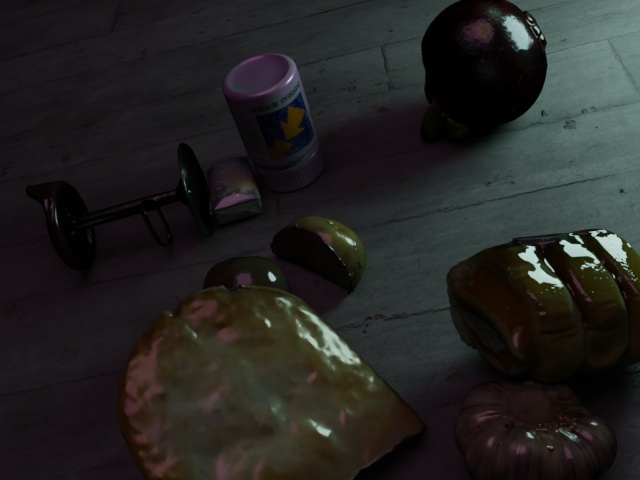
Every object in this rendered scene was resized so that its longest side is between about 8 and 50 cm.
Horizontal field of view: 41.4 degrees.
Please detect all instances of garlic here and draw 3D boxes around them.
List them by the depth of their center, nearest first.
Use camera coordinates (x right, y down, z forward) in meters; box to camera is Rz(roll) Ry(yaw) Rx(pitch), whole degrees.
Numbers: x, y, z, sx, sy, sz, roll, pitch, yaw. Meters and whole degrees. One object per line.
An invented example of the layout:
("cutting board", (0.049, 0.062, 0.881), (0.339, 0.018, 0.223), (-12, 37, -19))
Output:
("garlic", (0.330, 0.320, 1.320), (0.245, 0.160, 0.245), (-5, 24, 2))

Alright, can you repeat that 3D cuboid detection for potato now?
("potato", (0.000, 0.000, 1.781), (0.243, 0.138, 0.098), (25, 53, 34))

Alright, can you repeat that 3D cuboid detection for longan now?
("longan", (-0.150, 0.106, 1.707), (0.187, 0.167, 0.167), (22, 56, 37))

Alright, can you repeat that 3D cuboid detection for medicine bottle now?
("medicine bottle", (-0.105, -0.272, 1.986), (0.178, 0.290, 0.178), (-11, 42, 10))

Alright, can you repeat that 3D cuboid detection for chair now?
("chair", (-0.469, -0.067, 1.959), (0.401, 0.226, 0.226), (-14, 42, 6))

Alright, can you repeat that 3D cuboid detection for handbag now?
("handbag", (-0.207, -0.122, 2.023), (0.117, 0.095, 0.173), (-14, 50, -3))

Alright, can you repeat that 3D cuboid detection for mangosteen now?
("mangosteen", (0.346, -0.393, 1.961), (0.360, 0.306, 0.306), (-30, 39, 18))

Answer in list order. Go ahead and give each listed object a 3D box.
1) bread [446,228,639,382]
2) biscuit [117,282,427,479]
("bread", (0.414, 0.089, 1.432), (0.341, 0.210, 0.300), (-6, 17, -8))
("biscuit", (-0.114, 0.281, 1.391), (0.429, 0.104, 0.446), (-38, 78, -30))
